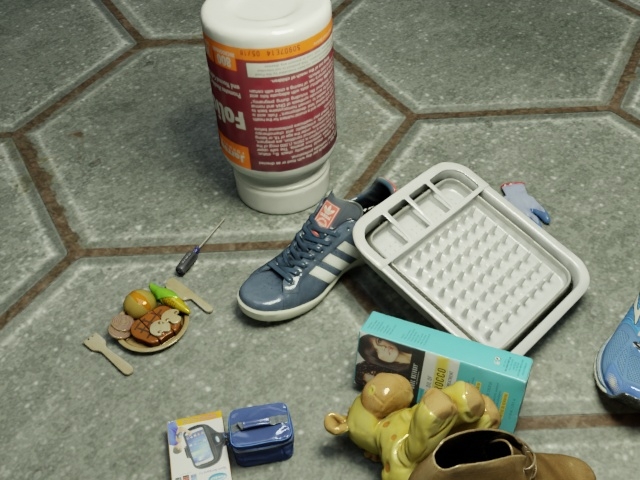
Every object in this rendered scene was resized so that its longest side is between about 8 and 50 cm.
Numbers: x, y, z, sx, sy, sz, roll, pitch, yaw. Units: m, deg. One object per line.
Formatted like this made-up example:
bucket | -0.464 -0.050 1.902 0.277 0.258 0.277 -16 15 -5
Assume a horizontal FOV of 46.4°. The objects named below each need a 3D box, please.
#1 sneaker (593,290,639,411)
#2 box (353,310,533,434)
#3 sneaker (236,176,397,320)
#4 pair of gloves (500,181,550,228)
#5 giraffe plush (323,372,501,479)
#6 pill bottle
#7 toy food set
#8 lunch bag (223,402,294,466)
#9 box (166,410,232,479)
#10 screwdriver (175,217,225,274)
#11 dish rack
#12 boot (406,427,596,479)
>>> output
sneaker | 0.511 0.118 1.121 0.130 0.147 0.330 22 49 25
box | 0.174 0.191 1.089 0.245 0.100 0.060 15 29 19
sneaker | 0.000 0.000 1.276 0.350 0.148 0.131 -33 51 -28
pair of gloves | 0.324 -0.056 1.410 0.198 0.023 0.159 -4 41 -2
giraffe plush | 0.110 0.255 1.016 0.210 0.181 0.170 -54 44 -1
pill bottle | -0.084 -0.254 1.375 0.224 0.392 0.224 -2 42 2
toy food set | -0.283 0.129 1.234 0.132 0.038 0.192 29 52 30
lunch bag | -0.087 0.270 1.053 0.099 0.065 0.067 -9 43 -7
box | -0.169 0.307 1.046 0.081 0.028 0.136 -11 42 -8
screwdriver | -0.220 0.007 1.381 0.025 0.024 0.170 -15 28 31
dish rack | 0.241 0.040 1.231 0.286 0.072 0.333 -35 67 -31
boot | 0.243 0.292 0.920 0.306 0.115 0.112 5 30 -30
